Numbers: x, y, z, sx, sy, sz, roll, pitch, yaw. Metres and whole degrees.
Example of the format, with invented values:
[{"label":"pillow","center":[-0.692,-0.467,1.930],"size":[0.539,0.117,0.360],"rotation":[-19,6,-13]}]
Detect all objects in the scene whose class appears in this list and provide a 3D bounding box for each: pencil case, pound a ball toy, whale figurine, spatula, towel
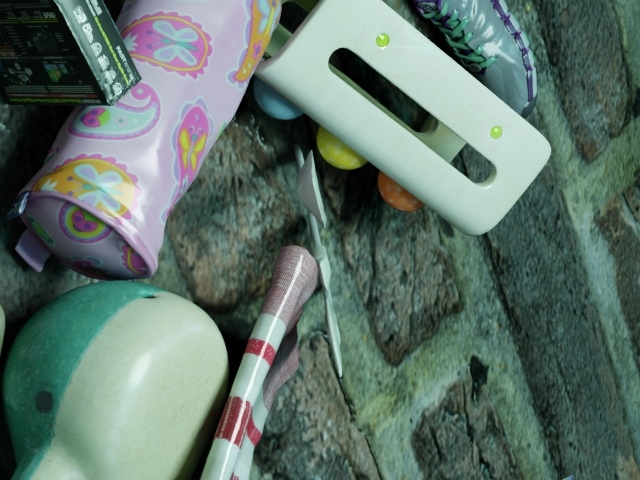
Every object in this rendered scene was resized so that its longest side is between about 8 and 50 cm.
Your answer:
[{"label":"pencil case","center":[-0.130,-0.100,1.450],"size":[0.124,0.124,0.284],"rotation":[49,54,-39]},{"label":"pound a ball toy","center":[0.050,-0.124,1.674],"size":[0.319,0.208,0.135],"rotation":[36,97,-34]},{"label":"whale figurine","center":[-0.173,0.156,1.414],"size":[0.216,0.141,0.272],"rotation":[-20,129,-59]},{"label":"spatula","center":[0.000,0.000,1.576],"size":[0.242,0.019,0.168],"rotation":[-98,175,-77]},{"label":"towel","center":[-0.072,0.189,1.477],"size":[0.237,0.037,0.329],"rotation":[102,7,-68]}]

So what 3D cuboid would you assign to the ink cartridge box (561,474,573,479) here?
[{"label":"ink cartridge box","center":[0.187,0.366,1.899],"size":[0.223,0.045,0.224],"rotation":[-15,102,-49]}]

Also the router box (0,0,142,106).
[{"label":"router box","center":[-0.195,-0.143,1.367],"size":[0.038,0.122,0.092],"rotation":[-45,124,-34]}]

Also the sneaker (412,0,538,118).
[{"label":"sneaker","center":[0.130,-0.208,1.820],"size":[0.098,0.083,0.223],"rotation":[-27,101,-36]}]

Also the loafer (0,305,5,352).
[{"label":"loafer","center":[-0.259,0.108,1.346],"size":[0.050,0.056,0.148],"rotation":[22,63,-48]}]
